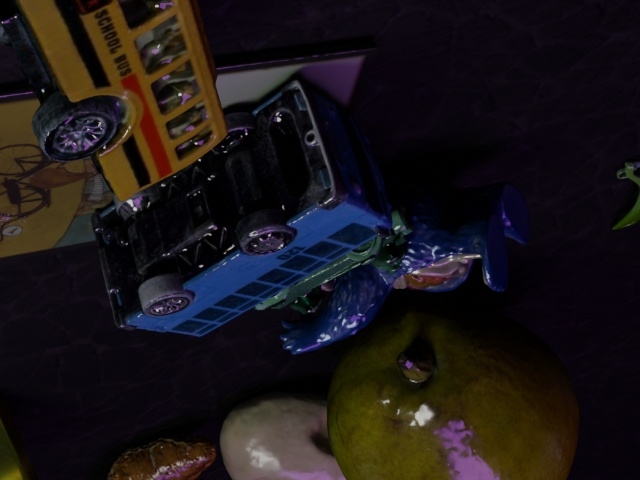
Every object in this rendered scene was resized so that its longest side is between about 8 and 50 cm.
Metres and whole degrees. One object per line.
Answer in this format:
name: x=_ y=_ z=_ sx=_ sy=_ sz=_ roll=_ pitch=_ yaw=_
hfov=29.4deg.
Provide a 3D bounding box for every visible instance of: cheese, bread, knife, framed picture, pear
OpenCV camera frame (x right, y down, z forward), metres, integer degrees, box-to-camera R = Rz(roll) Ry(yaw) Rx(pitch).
cheese: x=-0.001 y=0.306 z=1.673 sx=0.351 sy=0.129 sz=0.328 roll=10 pitch=159 yaw=-20
bread: x=-0.229 y=0.307 z=1.586 sx=0.233 sy=0.076 sz=0.105 roll=-42 pitch=159 yaw=26
knife: x=0.348 y=-0.047 z=1.340 sx=0.078 sy=0.022 sz=0.166 roll=-11 pitch=153 yaw=-6
framed picture: x=-0.129 y=-0.066 z=0.990 sx=0.324 sy=0.013 sz=0.244 roll=-10 pitch=154 yaw=-17
pear: x=0.143 y=0.194 z=1.396 sx=0.287 sy=0.287 sz=0.375 roll=-23 pitch=149 yaw=9

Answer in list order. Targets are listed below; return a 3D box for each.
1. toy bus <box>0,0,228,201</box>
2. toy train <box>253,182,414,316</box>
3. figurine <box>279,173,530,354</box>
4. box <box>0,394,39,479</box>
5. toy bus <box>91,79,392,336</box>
toy bus: x=-0.140 y=-0.152 z=0.693 sx=0.123 sy=0.121 sz=0.335 roll=-25 pitch=155 yaw=-8
toy train: x=0.000 y=0.000 z=1.079 sx=0.172 sy=0.099 sz=0.070 roll=-28 pitch=159 yaw=22
figurine: x=0.064 y=0.006 z=1.159 sx=0.262 sy=0.120 sz=0.164 roll=-20 pitch=-167 yaw=19
box: x=-0.455 y=0.300 z=1.313 sx=0.311 sy=0.173 sz=0.043 roll=-22 pitch=-177 yaw=4
toy bus: x=-0.059 y=-0.018 z=0.989 sx=0.234 sy=0.116 sz=0.133 roll=-30 pitch=153 yaw=28
